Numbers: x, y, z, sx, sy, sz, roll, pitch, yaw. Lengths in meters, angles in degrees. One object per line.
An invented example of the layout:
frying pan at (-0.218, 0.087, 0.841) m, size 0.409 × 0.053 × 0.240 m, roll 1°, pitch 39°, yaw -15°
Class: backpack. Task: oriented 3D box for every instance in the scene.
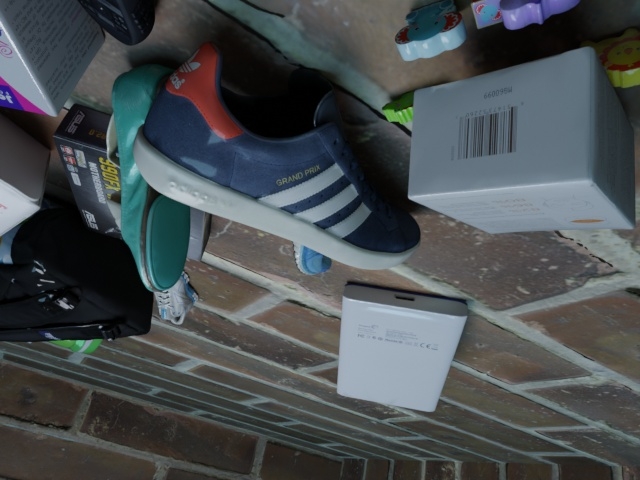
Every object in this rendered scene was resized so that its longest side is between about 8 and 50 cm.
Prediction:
backpack at (-0.511, 0.057, 0.812) m, size 0.355 × 0.273 × 0.290 m, roll -17°, pitch 146°, yaw 9°

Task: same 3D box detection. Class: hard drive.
hard drive at (0.142, 0.216, 0.917) m, size 0.210 × 0.040 × 0.319 m, roll 8°, pitch 133°, yaw 8°

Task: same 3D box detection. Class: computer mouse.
computer mouse at (-0.161, -0.219, 0.327) m, size 0.071 × 0.041 × 0.242 m, roll 35°, pitch 167°, yaw -2°

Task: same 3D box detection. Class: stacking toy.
stacking toy at (0.119, -0.164, 0.354) m, size 0.221 × 0.052 × 0.167 m, roll -7°, pitch 145°, yaw 31°

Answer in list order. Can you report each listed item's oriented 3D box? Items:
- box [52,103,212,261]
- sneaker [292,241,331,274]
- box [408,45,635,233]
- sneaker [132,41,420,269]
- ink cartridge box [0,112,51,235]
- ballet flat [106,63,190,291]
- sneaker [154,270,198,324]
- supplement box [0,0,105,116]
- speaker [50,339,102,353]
box at (-0.242, -0.064, 0.660) m, size 0.183 × 0.056 × 0.231 m, roll 18°, pitch 150°, yaw -8°
sneaker at (0.000, 0.000, 0.670) m, size 0.073 × 0.063 × 0.162 m, roll 2°, pitch 149°, yaw 12°
box at (0.171, -0.064, 0.393) m, size 0.130 × 0.091 × 0.170 m, roll -2°, pitch 170°, yaw 40°
sneaker at (0.004, -0.078, 0.491) m, size 0.350 × 0.131 × 0.148 m, roll 17°, pitch 116°, yaw -38°
ink cartridge box at (-0.533, -0.064, 0.576) m, size 0.306 × 0.131 × 0.226 m, roll -31°, pitch 137°, yaw 10°
ballet flat at (-0.192, -0.066, 0.527) m, size 0.087 × 0.083 × 0.247 m, roll 16°, pitch 111°, yaw 19°
sneaker at (-0.301, 0.113, 0.959) m, size 0.071 × 0.083 × 0.191 m, roll 7°, pitch 149°, yaw 13°
supplement box at (-0.266, -0.216, 0.356) m, size 0.111 × 0.114 × 0.220 m, roll 11°, pitch 152°, yaw 2°
speaker at (-0.680, 0.174, 1.166) m, size 0.131 × 0.131 × 0.296 m, roll -19°, pitch 138°, yaw 42°
